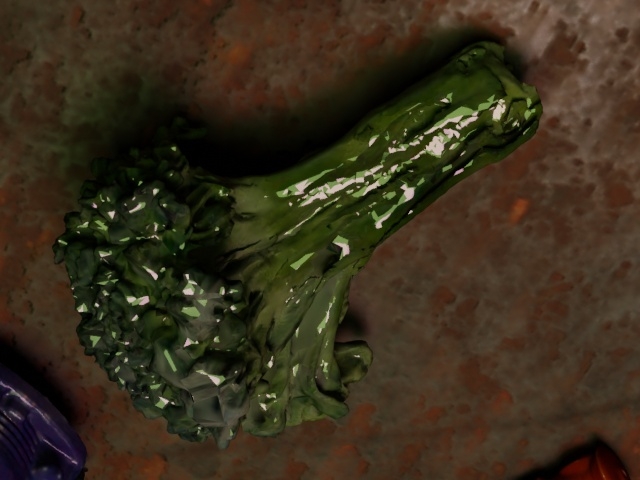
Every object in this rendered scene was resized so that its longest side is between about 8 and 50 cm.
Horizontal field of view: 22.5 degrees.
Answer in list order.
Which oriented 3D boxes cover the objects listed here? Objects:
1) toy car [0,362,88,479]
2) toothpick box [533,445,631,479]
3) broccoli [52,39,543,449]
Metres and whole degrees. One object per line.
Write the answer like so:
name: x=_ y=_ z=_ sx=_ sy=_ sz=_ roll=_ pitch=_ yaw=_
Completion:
toy car: x=-0.264 y=0.176 z=0.993 sx=0.172 sy=0.158 sz=0.235 roll=39 pitch=117 yaw=-18
toothpick box: x=0.156 y=0.166 z=1.017 sx=0.083 sy=0.047 sz=0.047 roll=-32 pitch=113 yaw=20
broccoli: x=0.001 y=0.018 z=0.892 sx=0.275 sy=0.177 sz=0.198 roll=-16 pitch=113 yaw=-1
